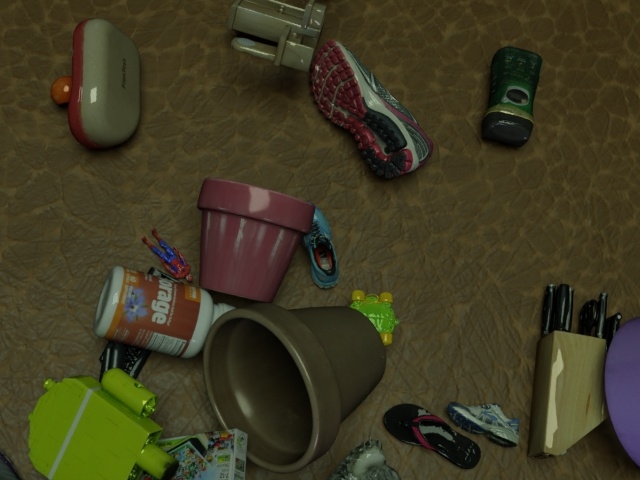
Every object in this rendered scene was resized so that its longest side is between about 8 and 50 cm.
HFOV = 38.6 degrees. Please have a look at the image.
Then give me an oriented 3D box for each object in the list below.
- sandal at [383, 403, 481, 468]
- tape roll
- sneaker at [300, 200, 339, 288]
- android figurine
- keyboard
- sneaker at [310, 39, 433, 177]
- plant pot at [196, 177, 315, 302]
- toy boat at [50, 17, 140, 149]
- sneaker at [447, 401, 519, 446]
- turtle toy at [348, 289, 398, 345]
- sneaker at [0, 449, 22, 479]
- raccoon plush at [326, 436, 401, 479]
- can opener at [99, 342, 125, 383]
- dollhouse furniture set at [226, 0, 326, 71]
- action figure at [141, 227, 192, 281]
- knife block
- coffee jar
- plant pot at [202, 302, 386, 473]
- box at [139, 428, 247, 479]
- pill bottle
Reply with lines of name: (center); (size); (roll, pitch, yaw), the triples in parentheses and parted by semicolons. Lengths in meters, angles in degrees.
sandal: (0.193, 0.328, 1.549); (0.179, 0.040, 0.067); (26, 71, 2)
tape roll: (0.600, 0.257, 1.536); (0.274, 0.090, 0.275); (12, 70, -35)
sneaker: (0.000, 0.000, 1.617); (0.063, 0.073, 0.162); (-17, 75, -12)
android figurine: (-0.349, 0.319, 1.418); (0.272, 0.056, 0.248); (29, 100, 22)
keyboard: (-0.315, 0.134, 1.553); (0.100, 0.038, 0.192); (25, 70, 2)
sneaker: (0.089, -0.245, 1.701); (0.112, 0.121, 0.299); (-21, 72, -44)
plant pot: (-0.123, 0.005, 1.548); (0.201, 0.201, 0.180); (13, 86, -3)
toy boat: (-0.417, -0.274, 1.639); (0.151, 0.151, 0.231); (-11, 70, 21)
sneaker: (0.281, 0.304, 1.569); (0.135, 0.052, 0.058); (27, 60, -5)
turtle toy: (0.071, 0.138, 1.584); (0.130, 0.066, 0.095); (5, 69, -5)
sneaker: (-0.509, 0.374, 1.416); (0.223, 0.098, 0.083); (37, 71, 5)
raccoon plush: (-0.074, 0.428, 1.408); (0.446, 0.216, 0.299); (18, 63, -1)
can opener: (-0.345, 0.260, 1.497); (0.073, 0.059, 0.186); (10, 73, -50)
dollhouse furniture set: (-0.044, -0.533, 1.635); (0.173, 0.356, 0.303); (16, 32, -3)
action figure: (-0.264, 0.030, 1.600); (0.115, 0.030, 0.038); (46, 67, 7)
knife block: (0.418, 0.211, 1.592); (0.275, 0.088, 0.242); (-33, 78, -15)
coffee jar: (0.366, -0.273, 1.751); (0.096, 0.079, 0.185); (15, 70, -4)
plant pot: (-0.023, 0.206, 1.462); (0.229, 0.263, 0.263); (-20, 73, -44)
box: (-0.211, 0.363, 1.422); (0.206, 0.036, 0.114); (-14, 58, 25)
pill bottle: (-0.253, 0.125, 1.503); (0.216, 0.121, 0.121); (17, 69, -20)
